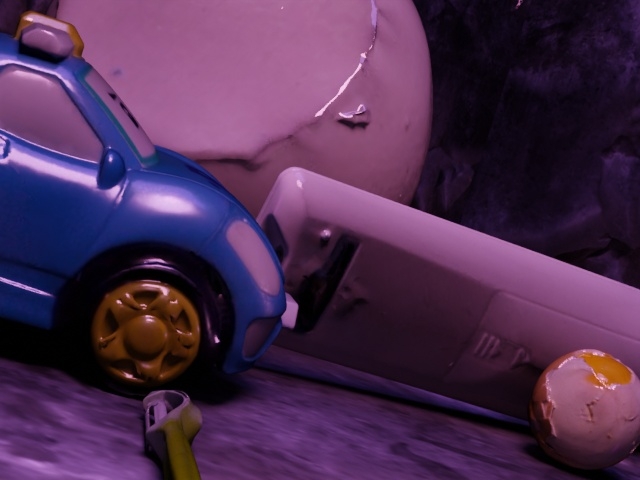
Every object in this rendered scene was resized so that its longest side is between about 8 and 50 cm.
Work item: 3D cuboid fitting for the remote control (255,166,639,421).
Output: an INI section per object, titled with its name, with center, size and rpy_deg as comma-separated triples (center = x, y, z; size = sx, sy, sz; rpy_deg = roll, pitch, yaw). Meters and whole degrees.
[remote control]
center = 0.093, 0.055, 0.923
size = 0.313, 0.109, 0.055
rpy_deg = 19, 21, -27

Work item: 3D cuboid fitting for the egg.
[egg]
center = 0.160, 0.101, 0.894
size = 0.071, 0.071, 0.083
rpy_deg = 19, 3, 18

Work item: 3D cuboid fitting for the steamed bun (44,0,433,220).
[steamed bun]
center = -0.058, -0.078, 1.097
size = 0.309, 0.309, 0.309
rpy_deg = 17, 4, -1

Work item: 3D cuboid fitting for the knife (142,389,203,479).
[knife]
center = -0.056, 0.082, 0.593
size = 0.026, 0.022, 0.184
rpy_deg = -10, 8, -7

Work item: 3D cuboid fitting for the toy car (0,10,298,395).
[toy car]
center = -0.153, -0.032, 0.769
size = 0.314, 0.166, 0.198
rpy_deg = 17, 8, -14
